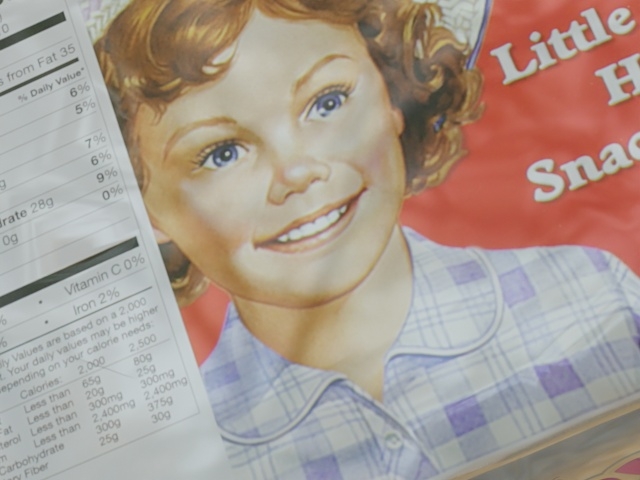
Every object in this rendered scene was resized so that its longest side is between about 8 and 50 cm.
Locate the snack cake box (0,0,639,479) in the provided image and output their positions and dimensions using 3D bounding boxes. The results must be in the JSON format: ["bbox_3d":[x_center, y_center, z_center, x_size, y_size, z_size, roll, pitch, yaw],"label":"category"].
[{"bbox_3d":[0.000,0.000,0.424,0.264,0.152,0.089,-23,-26,6],"label":"snack cake box"}]
